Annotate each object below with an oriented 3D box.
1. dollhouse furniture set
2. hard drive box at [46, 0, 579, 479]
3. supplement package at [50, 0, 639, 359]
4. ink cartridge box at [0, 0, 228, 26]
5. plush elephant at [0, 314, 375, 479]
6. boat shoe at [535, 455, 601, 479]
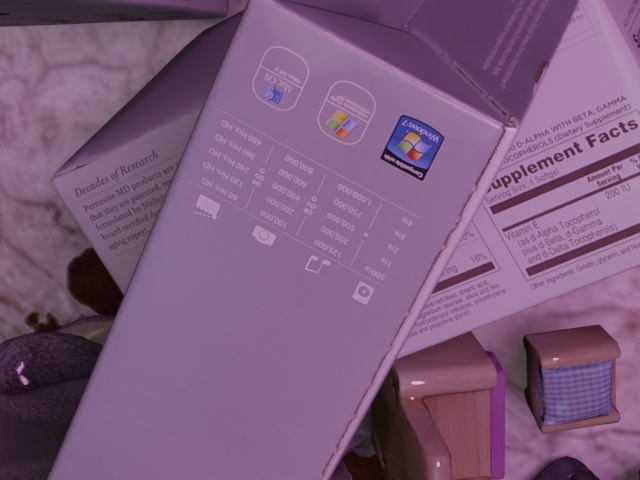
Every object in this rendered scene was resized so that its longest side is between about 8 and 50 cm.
[{"bbox_3d":[0.192,0.190,0.829,0.303,0.198,0.286,-6,114,-9],"label":"dollhouse furniture set"},{"bbox_3d":[0.000,0.000,0.617,0.089,0.181,0.232,28,120,4],"label":"hard drive box"},{"bbox_3d":[0.048,-0.059,0.796,0.262,0.204,0.145,-23,107,27],"label":"supplement package"},{"bbox_3d":[-0.175,-0.132,0.764,0.165,0.333,0.065,1,96,17],"label":"ink cartridge box"},{"bbox_3d":[-0.113,0.180,0.954,0.255,0.330,0.272,-33,86,50],"label":"plush elephant"},{"bbox_3d":[0.118,0.209,1.002,0.065,0.075,0.206,59,137,36],"label":"boat shoe"}]
